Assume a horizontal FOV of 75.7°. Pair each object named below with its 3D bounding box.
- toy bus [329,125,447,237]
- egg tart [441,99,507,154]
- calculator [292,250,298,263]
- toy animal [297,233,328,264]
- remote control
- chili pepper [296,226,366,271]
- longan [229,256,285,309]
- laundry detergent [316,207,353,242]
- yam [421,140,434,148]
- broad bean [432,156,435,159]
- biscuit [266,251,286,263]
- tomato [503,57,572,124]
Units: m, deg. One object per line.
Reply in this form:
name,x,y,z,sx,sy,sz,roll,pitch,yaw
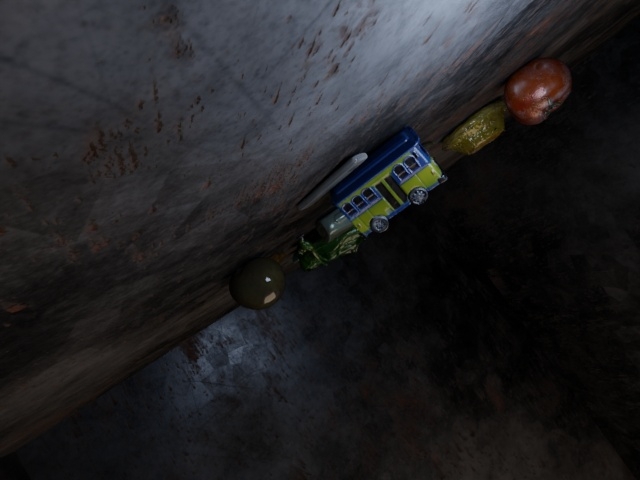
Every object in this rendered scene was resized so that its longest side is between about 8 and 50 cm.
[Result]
toy bus,0.184,-0.161,1.157,0.288,0.175,0.138,-37,-153,19
egg tart,0.705,-0.485,1.845,0.341,0.132,0.341,-33,174,-4
calculator,0.000,0.000,2.303,0.256,0.054,0.386,-38,175,36
toy animal,-0.052,0.052,1.860,0.075,0.217,0.041,-20,-143,26
remote control,0.024,-0.159,1.125,0.261,0.029,0.067,-36,176,42
chili pepper,0.052,0.006,1.985,0.385,0.167,0.213,-27,166,11
longan,-0.239,0.170,1.587,0.220,0.196,0.196,-31,175,-1
laundry detergent,0.122,-0.109,1.757,0.281,0.105,0.215,-32,173,-9
yam,0.402,-0.362,1.615,0.130,0.027,0.033,-29,133,-35
broad bean,0.486,-0.334,2.240,0.339,0.061,0.077,-36,-178,24
biscuit,-0.266,0.129,1.866,0.290,0.041,0.208,-30,172,-46
tomato,0.754,-0.529,1.445,0.232,0.188,0.232,-34,159,-15
